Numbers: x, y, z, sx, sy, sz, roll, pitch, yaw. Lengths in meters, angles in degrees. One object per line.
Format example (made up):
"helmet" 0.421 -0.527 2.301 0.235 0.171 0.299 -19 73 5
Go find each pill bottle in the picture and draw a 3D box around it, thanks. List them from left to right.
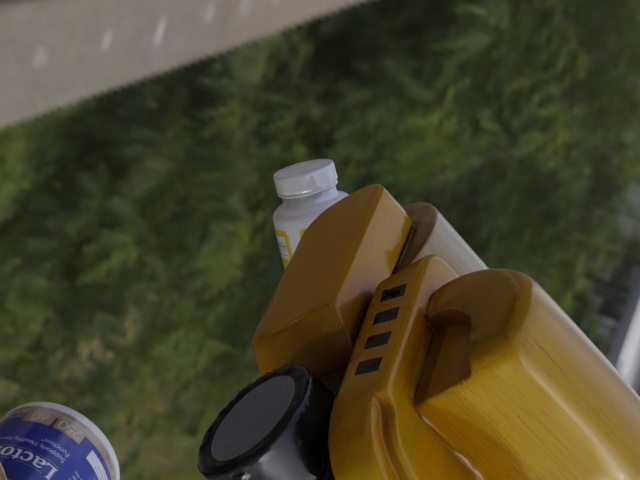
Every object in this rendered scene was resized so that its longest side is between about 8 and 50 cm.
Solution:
"pill bottle" -0.327 0.296 1.982 0.264 0.153 0.153 -55 161 -56
"pill bottle" 0.000 0.000 1.455 0.065 0.065 0.116 -48 127 -65

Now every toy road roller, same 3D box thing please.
"toy road roller" 0.096 0.094 1.247 0.241 0.202 0.329 -29 -157 33

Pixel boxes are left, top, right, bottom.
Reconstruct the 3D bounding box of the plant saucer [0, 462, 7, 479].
"plant saucer" -0.224 0.147 1.159 0.015 0.083 0.083 -32 -170 28
